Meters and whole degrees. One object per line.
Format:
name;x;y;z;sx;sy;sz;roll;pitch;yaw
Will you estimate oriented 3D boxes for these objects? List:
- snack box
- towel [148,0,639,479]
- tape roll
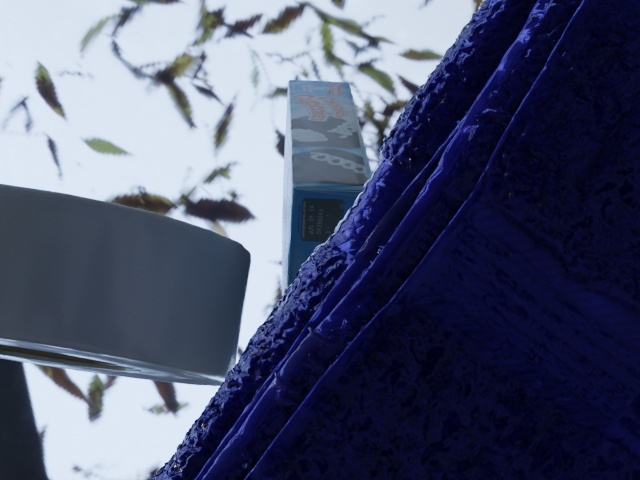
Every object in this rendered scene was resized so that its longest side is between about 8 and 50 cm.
snack box;0.000;0.000;1.028;0.060;0.322;0.187;2;-71;-2
towel;0.087;0.063;0.498;0.227;0.076;0.308;35;-93;6
tape roll;-0.196;0.036;0.954;0.286;0.286;0.100;13;-100;-26
